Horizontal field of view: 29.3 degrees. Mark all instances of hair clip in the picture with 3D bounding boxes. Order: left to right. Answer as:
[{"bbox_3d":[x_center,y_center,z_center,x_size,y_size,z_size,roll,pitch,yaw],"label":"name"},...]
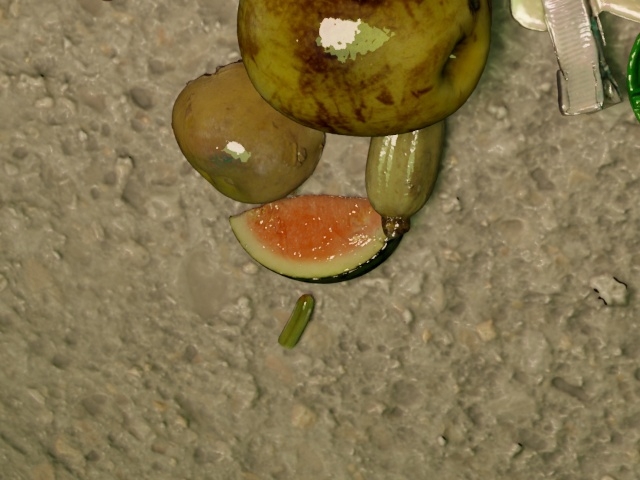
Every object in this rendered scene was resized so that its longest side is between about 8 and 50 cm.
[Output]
[{"bbox_3d":[0.296,-0.254,1.391,0.159,0.071,0.219,-15,92,28],"label":"hair clip"}]

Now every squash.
[{"bbox_3d":[-0.030,0.108,1.674,0.027,0.027,0.083,28,116,2],"label":"squash"}]

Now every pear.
[{"bbox_3d":[0.049,-0.242,1.363,0.283,0.283,0.284,6,114,13],"label":"pear"}]

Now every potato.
[{"bbox_3d":[-0.105,-0.123,1.547,0.202,0.117,0.182,34,120,-2],"label":"potato"}]

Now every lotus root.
[{"bbox_3d":[0.103,-0.093,1.520,0.090,0.077,0.183,14,108,21],"label":"lotus root"}]

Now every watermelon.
[{"bbox_3d":[0.002,-0.002,1.604,0.245,0.063,0.119,-5,89,18],"label":"watermelon"}]

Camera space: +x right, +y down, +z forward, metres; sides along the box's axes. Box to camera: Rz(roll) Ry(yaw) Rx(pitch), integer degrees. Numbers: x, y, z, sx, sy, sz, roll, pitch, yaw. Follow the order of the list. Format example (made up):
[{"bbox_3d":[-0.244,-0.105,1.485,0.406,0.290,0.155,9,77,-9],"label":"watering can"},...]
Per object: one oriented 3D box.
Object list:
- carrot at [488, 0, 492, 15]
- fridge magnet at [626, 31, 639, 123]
[{"bbox_3d":[0.171,-0.346,1.418,0.048,0.048,0.216,-11,115,19],"label":"carrot"},{"bbox_3d":[0.451,-0.183,1.383,0.208,0.088,0.208,7,111,18],"label":"fridge magnet"}]
